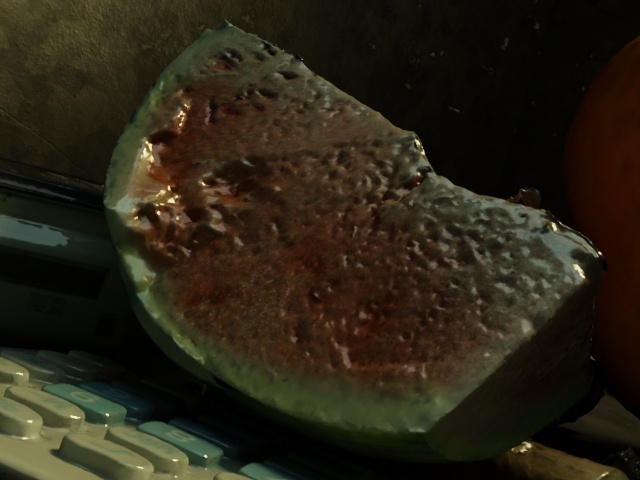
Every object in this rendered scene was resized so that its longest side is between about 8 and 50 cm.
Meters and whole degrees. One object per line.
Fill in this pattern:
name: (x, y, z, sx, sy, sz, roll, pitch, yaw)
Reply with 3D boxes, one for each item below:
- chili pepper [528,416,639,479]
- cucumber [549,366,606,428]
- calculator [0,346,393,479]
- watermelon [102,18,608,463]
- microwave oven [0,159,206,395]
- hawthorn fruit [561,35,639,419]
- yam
chili pepper: (0.080, 0.068, 0.708, 0.110, 0.110, 0.387, 14, 24, -36)
cucumber: (0.194, 0.115, 0.840, 0.134, 0.134, 0.244, 20, -2, 43)
calculator: (-0.099, 0.093, 0.376, 0.256, 0.054, 0.386, 17, 2, 17)
watermelon: (0.000, 0.000, 0.530, 0.305, 0.180, 0.224, 40, 16, 32)
microwave oven: (-0.179, 0.017, 0.624, 0.208, 0.122, 0.162, 14, 3, -32)
hawthorn fruit: (0.428, -0.019, 0.717, 0.472, 0.471, 0.472, 16, 4, -1)
yam: (0.050, 0.118, 0.591, 0.300, 0.066, 0.066, 18, 4, 34)
